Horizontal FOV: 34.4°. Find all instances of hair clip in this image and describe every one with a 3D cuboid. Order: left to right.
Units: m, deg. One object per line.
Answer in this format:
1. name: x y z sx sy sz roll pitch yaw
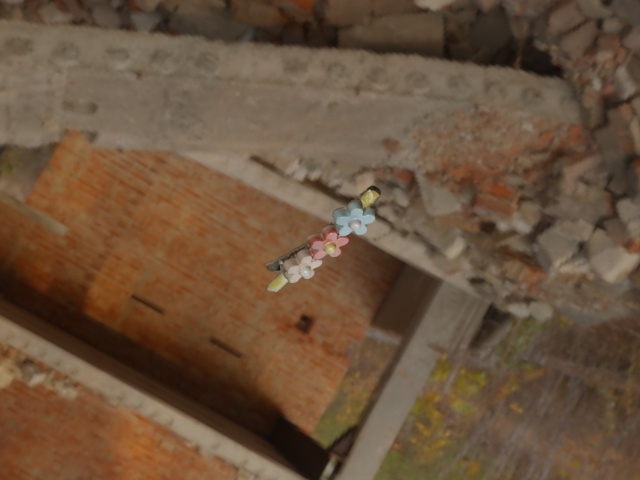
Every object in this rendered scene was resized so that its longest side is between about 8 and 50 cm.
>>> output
1. hair clip: 0.001 0.006 1.359 0.062 0.214 0.056 21 -136 -43
